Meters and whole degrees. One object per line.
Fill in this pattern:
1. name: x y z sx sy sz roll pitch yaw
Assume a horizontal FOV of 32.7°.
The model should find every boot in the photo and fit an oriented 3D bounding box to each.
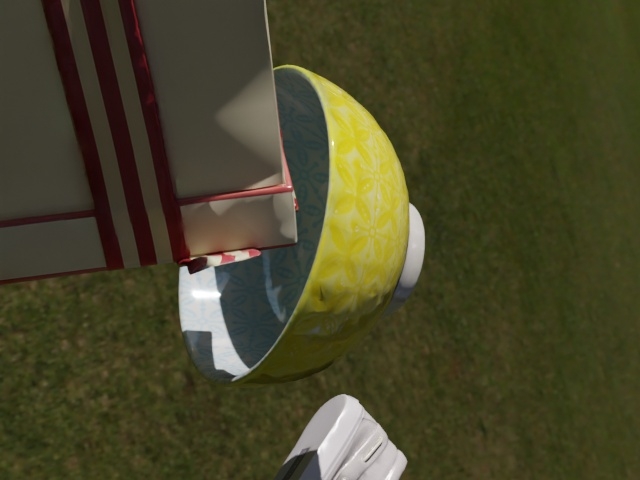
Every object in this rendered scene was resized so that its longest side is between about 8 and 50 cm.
1. boot: 0.001 0.297 1.167 0.123 0.095 0.258 45 61 -13

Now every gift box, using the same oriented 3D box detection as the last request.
1. gift box: -0.153 -0.103 0.781 0.276 0.255 0.258 -95 179 -60

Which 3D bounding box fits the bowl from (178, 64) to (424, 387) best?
1. bowl: 0.000 0.000 0.993 0.156 0.289 0.289 14 52 -28
